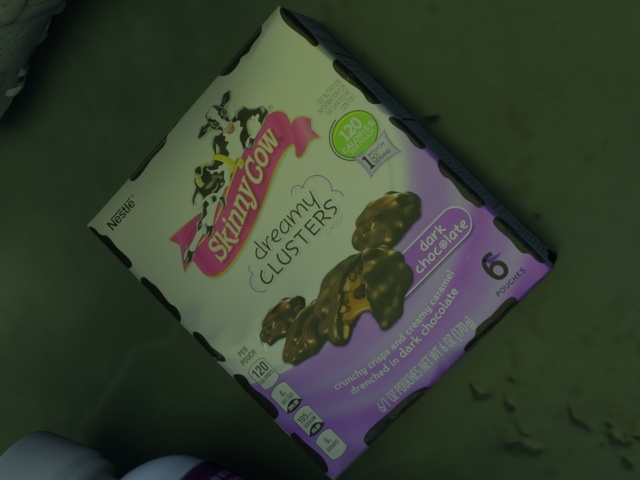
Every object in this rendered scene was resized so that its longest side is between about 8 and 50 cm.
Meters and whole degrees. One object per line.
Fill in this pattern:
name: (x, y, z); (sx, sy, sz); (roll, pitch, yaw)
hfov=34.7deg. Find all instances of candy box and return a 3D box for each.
candy box: (0.000, 0.000, 0.562); (0.196, 0.070, 0.165); (45, 104, 6)

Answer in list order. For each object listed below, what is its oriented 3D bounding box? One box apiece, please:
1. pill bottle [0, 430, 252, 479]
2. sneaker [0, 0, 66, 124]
pill bottle: (-0.047, 0.218, 0.546); (0.301, 0.169, 0.169); (22, 101, 12)
sneaker: (-0.194, -0.132, 0.601); (0.262, 0.099, 0.121); (-27, 124, 2)
